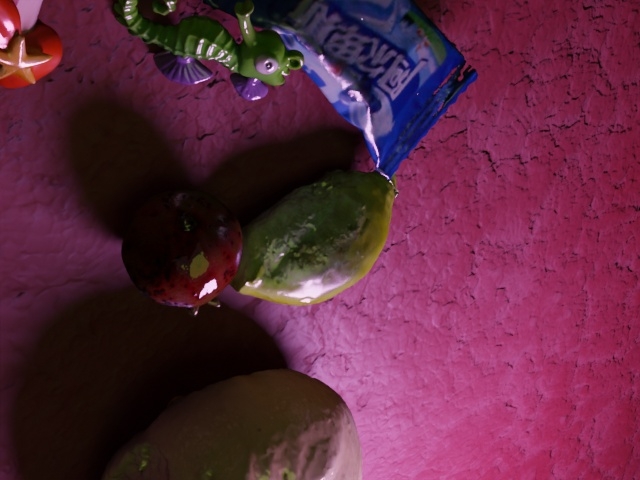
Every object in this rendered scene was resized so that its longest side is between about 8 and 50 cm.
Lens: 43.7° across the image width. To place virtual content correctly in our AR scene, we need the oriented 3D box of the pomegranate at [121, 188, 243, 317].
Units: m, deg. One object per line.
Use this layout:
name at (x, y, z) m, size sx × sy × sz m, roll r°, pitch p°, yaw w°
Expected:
pomegranate at (-0.151, 0.024, 0.860) m, size 0.129 × 0.129 × 0.159 m, roll -7°, pitch 126°, yaw -32°

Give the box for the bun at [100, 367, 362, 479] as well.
bun at (-0.091, 0.342, 0.988) m, size 0.364 × 0.202 × 0.364 m, roll -20°, pitch 137°, yaw -20°

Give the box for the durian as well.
durian at (0.000, 0.000, 0.961) m, size 0.250 × 0.101 × 0.139 m, roll -22°, pitch 124°, yaw -23°

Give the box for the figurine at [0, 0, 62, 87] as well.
figurine at (-0.268, -0.256, 0.604) m, size 0.257 × 0.181 × 0.208 m, roll -65°, pitch 170°, yaw 14°

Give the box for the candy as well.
candy at (0.039, -0.222, 0.886) m, size 0.187 × 0.077 × 0.331 m, roll -51°, pitch 129°, yaw -4°

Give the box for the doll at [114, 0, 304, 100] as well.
doll at (-0.108, -0.197, 0.782) m, size 0.190 × 0.050 × 0.115 m, roll 14°, pitch 140°, yaw -12°

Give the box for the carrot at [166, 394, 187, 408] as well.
carrot at (-0.136, 0.251, 1.052) m, size 0.037 × 0.037 × 0.190 m, roll -48°, pitch 135°, yaw -4°
